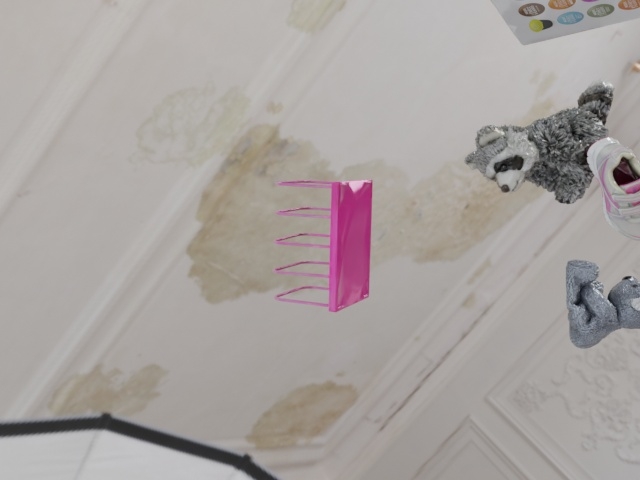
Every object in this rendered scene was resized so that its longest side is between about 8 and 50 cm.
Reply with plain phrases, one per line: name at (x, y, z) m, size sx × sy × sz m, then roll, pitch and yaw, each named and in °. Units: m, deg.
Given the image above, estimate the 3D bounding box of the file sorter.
file sorter at (0.000, 0.000, 1.703) m, size 0.202 × 0.182 × 0.290 m, roll -13°, pitch -74°, yaw -64°

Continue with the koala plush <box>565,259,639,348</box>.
koala plush at (0.711, 0.161, 1.721) m, size 0.196 × 0.221 × 0.203 m, roll 42°, pitch -130°, yaw -58°

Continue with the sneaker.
sneaker at (0.681, -0.105, 1.603) m, size 0.103 × 0.252 × 0.111 m, roll -29°, pitch 12°, yaw 7°

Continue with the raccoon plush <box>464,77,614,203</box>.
raccoon plush at (0.554, -0.273, 1.843) m, size 0.446 × 0.299 × 0.216 m, roll -60°, pitch -14°, yaw -45°

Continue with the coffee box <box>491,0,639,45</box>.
coffee box at (0.488, -0.628, 1.370) m, size 0.338 × 0.335 × 0.338 m, roll 24°, pitch -115°, yaw -54°
